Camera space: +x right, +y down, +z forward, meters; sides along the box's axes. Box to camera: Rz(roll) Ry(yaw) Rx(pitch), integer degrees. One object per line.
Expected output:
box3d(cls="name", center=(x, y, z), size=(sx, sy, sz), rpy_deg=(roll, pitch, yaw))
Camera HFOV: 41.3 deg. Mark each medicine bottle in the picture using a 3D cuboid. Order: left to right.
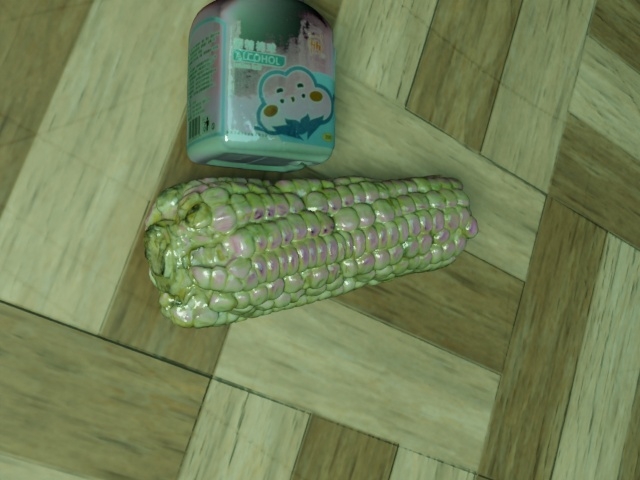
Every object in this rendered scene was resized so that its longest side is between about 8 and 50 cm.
box3d(cls="medicine bottle", center=(-0.053, -0.162, 0.761), size=(0.119, 0.094, 0.188), rpy_deg=(3, 85, -30))

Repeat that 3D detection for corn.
box3d(cls="corn", center=(0.000, -0.003, 0.774), size=(0.335, 0.126, 0.127), rpy_deg=(-7, 90, -35))
